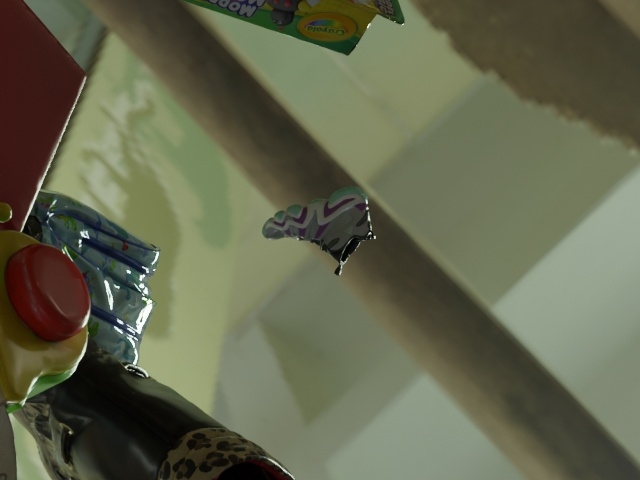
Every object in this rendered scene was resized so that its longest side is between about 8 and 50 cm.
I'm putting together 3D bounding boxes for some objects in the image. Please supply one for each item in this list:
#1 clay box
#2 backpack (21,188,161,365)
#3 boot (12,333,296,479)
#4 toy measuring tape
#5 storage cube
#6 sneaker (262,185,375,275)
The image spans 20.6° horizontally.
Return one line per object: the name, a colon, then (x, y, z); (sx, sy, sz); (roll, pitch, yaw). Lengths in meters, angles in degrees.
clay box: (-0.046, -0.221, 1.373); (0.053, 0.222, 0.127); (-52, -144, 33)
backpack: (-0.338, 0.052, 2.013); (0.290, 0.355, 0.273); (1, -122, 35)
boot: (-0.143, 0.231, 1.716); (0.284, 0.377, 0.138); (30, -111, 33)
toy measuring tape: (-0.198, 0.109, 1.185); (0.121, 0.121, 0.330); (-32, -116, 33)
storage cube: (-0.348, -0.125, 1.520); (0.183, 0.193, 0.215); (-5, -128, 32)
sneaker: (0.000, 0.000, 1.507); (0.098, 0.069, 0.038); (-21, 166, 20)
